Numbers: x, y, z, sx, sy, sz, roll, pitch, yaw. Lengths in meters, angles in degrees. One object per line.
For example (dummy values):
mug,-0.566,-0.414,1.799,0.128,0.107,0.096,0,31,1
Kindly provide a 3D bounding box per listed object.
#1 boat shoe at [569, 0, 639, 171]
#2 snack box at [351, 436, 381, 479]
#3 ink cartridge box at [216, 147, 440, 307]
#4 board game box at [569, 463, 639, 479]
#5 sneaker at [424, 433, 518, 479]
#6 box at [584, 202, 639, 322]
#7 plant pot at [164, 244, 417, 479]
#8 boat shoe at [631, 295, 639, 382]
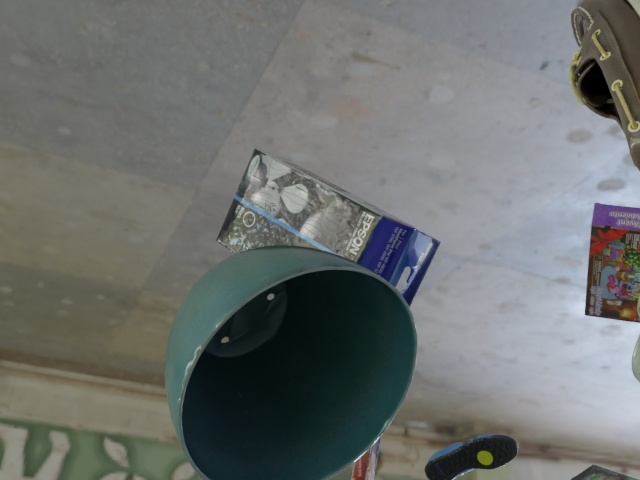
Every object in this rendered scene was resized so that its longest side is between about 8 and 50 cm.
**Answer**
boat shoe,0.319,-0.177,0.874,0.097,0.324,0.116,-24,125,11
snack box,0.076,0.275,1.207,0.022,0.178,0.064,5,150,16
ink cartridge box,0.000,0.000,1.213,0.333,0.165,0.065,29,-170,33
board game box,0.354,0.350,1.066,0.136,0.030,0.259,-29,174,-6
sneaker,0.305,0.424,1.656,0.209,0.069,0.082,-30,178,32
box,0.592,0.053,1.504,0.201,0.057,0.293,6,145,20
plant pot,-0.060,0.121,0.969,0.290,0.290,0.195,27,-172,-38
boat shoe,0.426,0.079,1.013,0.076,0.083,0.226,11,114,-15
